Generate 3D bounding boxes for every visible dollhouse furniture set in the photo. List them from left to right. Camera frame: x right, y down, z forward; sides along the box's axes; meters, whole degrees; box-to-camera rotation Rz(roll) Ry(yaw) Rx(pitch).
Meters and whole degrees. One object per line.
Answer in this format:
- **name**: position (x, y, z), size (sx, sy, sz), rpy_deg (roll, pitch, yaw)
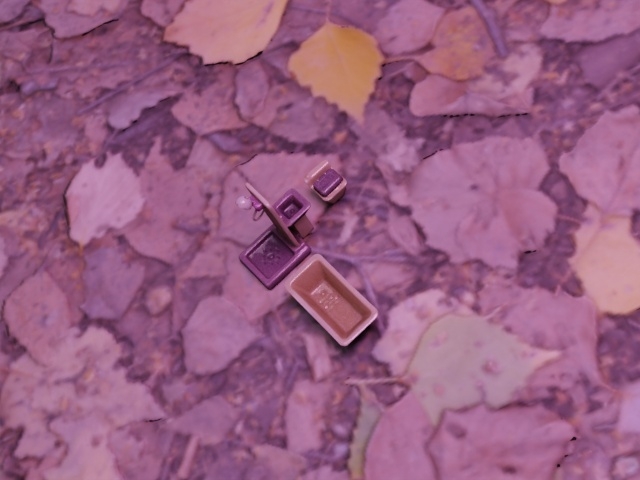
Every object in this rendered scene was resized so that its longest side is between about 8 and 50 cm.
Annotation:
- **dollhouse furniture set**: position (0.000, 0.000, 0.732), size (0.091, 0.081, 0.114), rpy_deg (-43, 61, -5)
